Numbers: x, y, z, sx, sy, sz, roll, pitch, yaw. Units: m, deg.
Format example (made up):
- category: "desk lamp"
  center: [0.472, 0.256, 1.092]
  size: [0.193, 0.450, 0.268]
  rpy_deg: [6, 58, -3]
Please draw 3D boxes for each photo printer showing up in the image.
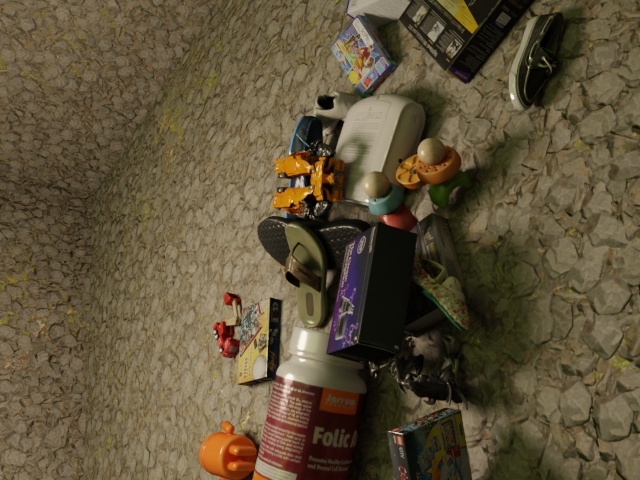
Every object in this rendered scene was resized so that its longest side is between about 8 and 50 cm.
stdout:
- category: "photo printer"
  center: [0.142, -0.238, 1.700]
  size: [0.256, 0.107, 0.307]
  rpy_deg: [15, 88, 56]

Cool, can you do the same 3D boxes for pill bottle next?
- category: "pill bottle"
  center: [-0.014, 0.415, 1.524]
  size: [0.224, 0.224, 0.392]
  rpy_deg: [2, 77, 54]

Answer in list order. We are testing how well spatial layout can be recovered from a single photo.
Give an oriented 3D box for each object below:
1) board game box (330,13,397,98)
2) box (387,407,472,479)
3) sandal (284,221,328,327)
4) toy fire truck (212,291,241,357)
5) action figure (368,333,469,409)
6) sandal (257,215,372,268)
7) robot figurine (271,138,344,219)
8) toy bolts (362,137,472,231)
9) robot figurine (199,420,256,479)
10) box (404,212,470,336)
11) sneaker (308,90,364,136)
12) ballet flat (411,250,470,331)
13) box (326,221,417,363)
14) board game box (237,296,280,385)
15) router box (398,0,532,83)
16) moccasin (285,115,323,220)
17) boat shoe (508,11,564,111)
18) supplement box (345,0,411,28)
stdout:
- category: "board game box"
  center: [0.123, -0.534, 1.865]
  size: [0.136, 0.035, 0.201]
  rpy_deg: [-43, 65, 36]
- category: "box"
  center: [0.212, 0.447, 1.189]
  size: [0.044, 0.159, 0.233]
  rpy_deg: [-11, 87, 53]
- category: "sandal"
  center: [-0.045, 0.099, 1.725]
  size: [0.120, 0.086, 0.303]
  rpy_deg: [3, 106, 43]
- category: "toy fire truck"
  center: [-0.301, 0.280, 2.134]
  size: [0.135, 0.047, 0.192]
  rpy_deg: [-55, 39, 21]
- category: "action figure"
  center: [0.210, 0.259, 1.345]
  size: [0.275, 0.164, 0.141]
  rpy_deg: [11, 89, 61]
- category: "sandal"
  center: [0.002, 0.002, 1.783]
  size: [0.446, 0.107, 0.167]
  rpy_deg: [5, 119, 43]
- category: "robot figurine"
  center: [-0.033, -0.159, 1.729]
  size: [0.291, 0.085, 0.211]
  rpy_deg: [3, 89, 55]
- category: "toy bolts"
  center: [0.191, -0.149, 1.472]
  size: [0.228, 0.158, 0.218]
  rpy_deg: [-40, 38, -2]
- category: "robot figurine"
  center: [-0.271, 0.623, 1.870]
  size: [0.219, 0.128, 0.158]
  rpy_deg: [-15, 106, 51]
- category: "box"
  center: [0.233, 0.079, 1.478]
  size: [0.183, 0.056, 0.231]
  rpy_deg: [-38, 47, 37]
- category: "sneaker"
  center: [0.012, -0.394, 1.938]
  size: [0.262, 0.121, 0.099]
  rpy_deg: [-17, 61, 50]
- category: "ballet flat"
  center: [0.244, 0.093, 1.340]
  size: [0.077, 0.091, 0.241]
  rpy_deg: [-47, 41, 3]
- category: "box"
  center: [0.108, 0.117, 1.370]
  size: [0.184, 0.103, 0.261]
  rpy_deg: [144, 140, -63]
- category: "board game box"
  center: [-0.189, 0.312, 1.969]
  size: [0.165, 0.042, 0.243]
  rpy_deg: [-25, 56, 47]
- category: "router box"
  center: [0.346, -0.571, 1.591]
  size: [0.243, 0.081, 0.309]
  rpy_deg: [-52, 40, 26]
- category: "moccasin"
  center: [-0.017, -0.196, 1.907]
  size: [0.117, 0.137, 0.342]
  rpy_deg: [9, 100, 39]
- category: "boat shoe"
  center: [0.458, -0.380, 1.354]
  size: [0.070, 0.078, 0.219]
  rpy_deg: [5, 78, 56]
- category: "supplement box"
  center: [0.189, -0.704, 1.842]
  size: [0.220, 0.114, 0.111]
  rpy_deg: [1, 76, 56]
